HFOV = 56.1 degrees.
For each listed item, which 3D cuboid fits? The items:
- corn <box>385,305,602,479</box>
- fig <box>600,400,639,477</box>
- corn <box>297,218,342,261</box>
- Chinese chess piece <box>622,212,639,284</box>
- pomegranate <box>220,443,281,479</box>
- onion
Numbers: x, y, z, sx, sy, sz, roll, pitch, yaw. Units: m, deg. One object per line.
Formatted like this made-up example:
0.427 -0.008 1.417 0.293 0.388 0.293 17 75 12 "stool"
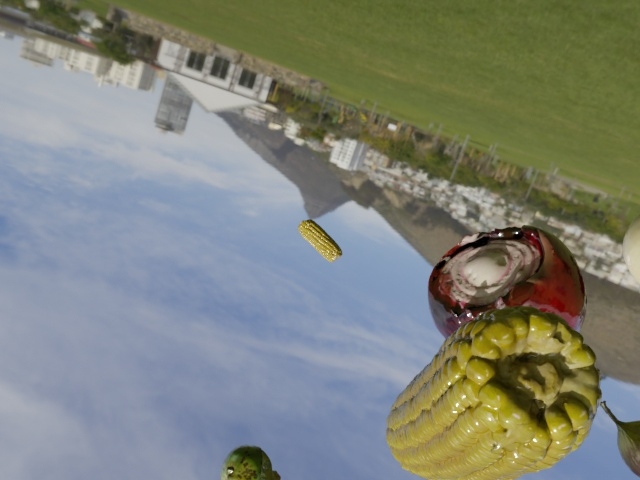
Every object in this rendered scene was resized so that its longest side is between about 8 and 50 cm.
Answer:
0.144 0.166 0.579 0.131 0.131 0.344 20 155 4 "corn"
0.849 0.522 1.605 0.143 0.160 0.230 -5 -132 -36 "fig"
0.000 0.000 1.050 0.092 0.037 0.037 46 -162 12 "corn"
0.980 0.040 1.585 0.338 0.140 0.338 8 -133 -9 "Chinese chess piece"
-0.173 0.561 1.428 0.122 0.143 0.169 -9 157 12 "pomegranate"
0.418 0.130 1.346 0.341 0.341 0.341 19 -168 -4 "onion"
